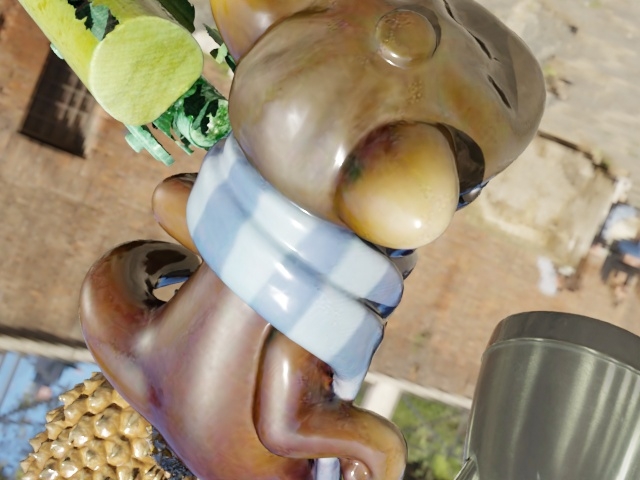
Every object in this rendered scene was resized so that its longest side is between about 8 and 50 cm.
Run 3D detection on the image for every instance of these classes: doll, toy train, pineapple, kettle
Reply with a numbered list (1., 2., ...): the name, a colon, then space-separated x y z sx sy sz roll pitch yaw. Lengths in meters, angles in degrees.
1. doll: 0.003 0.001 0.690 0.209 0.340 0.318 -3 -139 -36
2. toy train: -0.168 -0.193 0.969 0.307 0.126 0.189 49 173 39
3. pineapple: -0.300 0.350 1.440 0.223 0.357 0.223 29 159 12
4. pineapple: -0.151 0.166 1.311 0.103 0.221 0.083 18 152 -28
5. kettle: 0.243 0.246 1.181 0.207 0.271 0.251 -1 144 42
